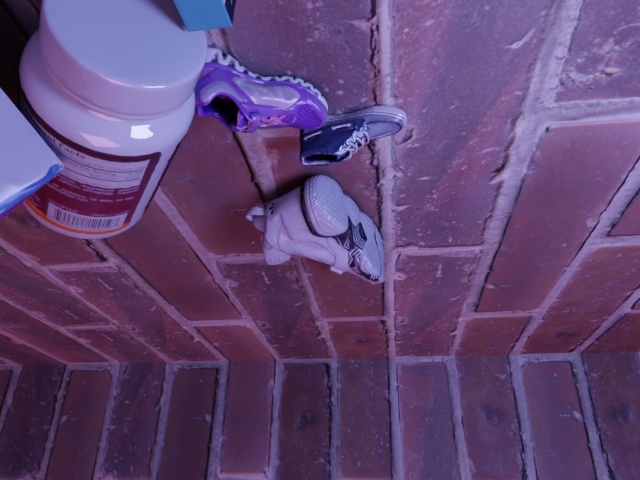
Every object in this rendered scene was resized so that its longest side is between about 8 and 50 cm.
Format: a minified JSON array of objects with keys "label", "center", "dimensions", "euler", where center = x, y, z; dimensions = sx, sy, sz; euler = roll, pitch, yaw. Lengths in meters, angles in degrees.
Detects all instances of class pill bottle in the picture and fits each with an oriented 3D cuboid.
[{"label":"pill bottle","center":[-0.317,-0.177,0.759],"dimensions":[0.224,0.224,0.392],"euler":[16,148,-25]}]

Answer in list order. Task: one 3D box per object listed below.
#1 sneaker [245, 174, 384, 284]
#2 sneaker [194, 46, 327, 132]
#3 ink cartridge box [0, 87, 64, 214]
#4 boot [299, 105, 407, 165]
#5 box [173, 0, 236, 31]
[{"label":"sneaker","center":[0.000,0.000,1.175],"dimensions":[0.210,0.137,0.366],"euler":[-14,143,26]},{"label":"sneaker","center":[-0.100,-0.210,0.818],"dimensions":[0.236,0.105,0.095],"euler":[13,148,-23]},{"label":"ink cartridge box","center":[-0.554,-0.124,0.711],"dimensions":[0.395,0.151,0.270],"euler":[-10,120,48]},{"label":"boot","center":[0.056,-0.174,0.896],"dimensions":[0.190,0.086,0.069],"euler":[-6,151,12]},{"label":"box","center":[-0.155,-0.357,0.552],"dimensions":[0.060,0.101,0.244],"euler":[-3,151,10]}]
